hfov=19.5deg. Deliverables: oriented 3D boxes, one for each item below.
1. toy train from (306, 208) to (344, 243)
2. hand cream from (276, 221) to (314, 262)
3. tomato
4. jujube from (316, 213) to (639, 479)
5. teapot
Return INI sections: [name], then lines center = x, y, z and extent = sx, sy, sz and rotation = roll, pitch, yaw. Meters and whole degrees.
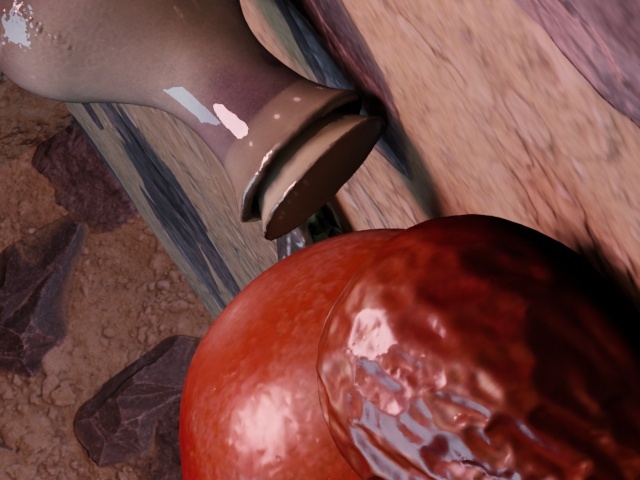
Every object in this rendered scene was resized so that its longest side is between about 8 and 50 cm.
[toy train]
center = 0.000, 0.000, 1.587
extent = 0.148, 0.038, 0.071
rotation = 54, 171, 28
[hand cream]
center = -0.041, -0.030, 1.507
extent = 0.075, 0.052, 0.247
rotation = 44, 154, 59
[tomato]
center = 0.031, 0.131, 1.157
extent = 0.265, 0.265, 0.265
rotation = 55, 172, 11
[jujube]
center = 0.108, 0.090, 0.909
extent = 0.236, 0.168, 0.168
rotation = 35, 164, 22
[teapot]
center = -0.085, -0.120, 1.181
extent = 0.251, 0.183, 0.183
rotation = 44, 170, 11
